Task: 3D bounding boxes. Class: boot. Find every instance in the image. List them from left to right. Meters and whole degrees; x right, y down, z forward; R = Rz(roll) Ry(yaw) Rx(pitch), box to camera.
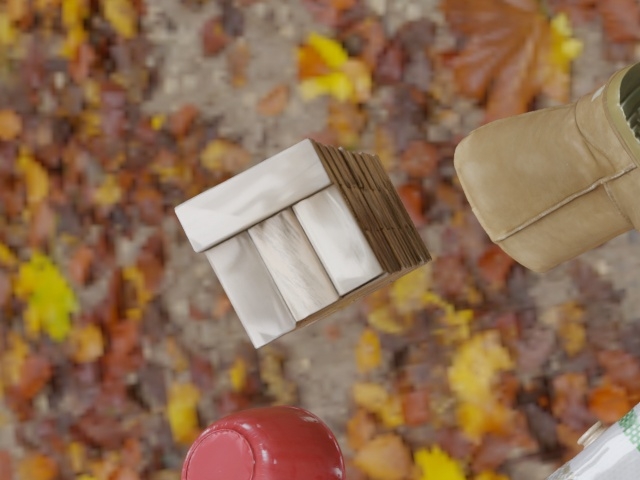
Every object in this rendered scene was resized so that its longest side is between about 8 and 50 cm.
[{"bbox_3d":[0.232,-0.013,1.512,0.236,0.089,0.269,64,155,1],"label":"boot"}]

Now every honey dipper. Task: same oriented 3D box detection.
[{"bbox_3d":[0.289,0.224,1.690,0.161,0.030,0.030,46,123,12],"label":"honey dipper"}]

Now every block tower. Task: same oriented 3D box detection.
[{"bbox_3d":[0.000,0.000,1.244,0.091,0.335,0.097,-29,85,8],"label":"block tower"}]

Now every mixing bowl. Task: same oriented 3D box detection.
[{"bbox_3d":[-0.076,0.246,1.987,0.181,0.098,0.181,-14,65,32],"label":"mixing bowl"}]

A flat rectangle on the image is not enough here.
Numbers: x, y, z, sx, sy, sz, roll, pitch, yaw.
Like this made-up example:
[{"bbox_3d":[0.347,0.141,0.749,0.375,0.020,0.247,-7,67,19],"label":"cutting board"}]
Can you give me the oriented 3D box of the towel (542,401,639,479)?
[{"bbox_3d":[0.100,0.068,0.398,0.152,0.023,0.113,-40,106,12],"label":"towel"}]
